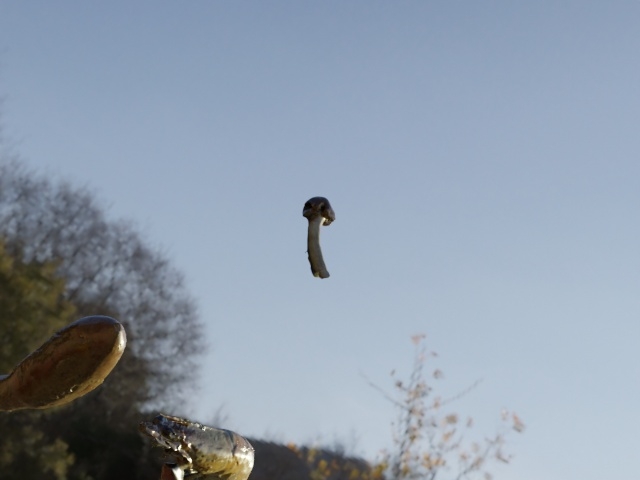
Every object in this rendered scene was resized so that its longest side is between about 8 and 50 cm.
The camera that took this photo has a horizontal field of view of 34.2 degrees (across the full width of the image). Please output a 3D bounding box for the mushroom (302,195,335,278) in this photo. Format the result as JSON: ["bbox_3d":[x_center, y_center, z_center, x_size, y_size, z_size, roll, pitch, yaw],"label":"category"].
[{"bbox_3d":[0.000,0.000,1.913,0.060,0.187,0.061,-27,-41,32],"label":"mushroom"}]

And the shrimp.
[{"bbox_3d":[-0.198,0.332,1.534,0.063,0.152,0.287,44,3,38],"label":"shrimp"}]

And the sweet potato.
[{"bbox_3d":[-0.436,0.215,1.629,0.385,0.109,0.109,-28,-57,29],"label":"sweet potato"}]
